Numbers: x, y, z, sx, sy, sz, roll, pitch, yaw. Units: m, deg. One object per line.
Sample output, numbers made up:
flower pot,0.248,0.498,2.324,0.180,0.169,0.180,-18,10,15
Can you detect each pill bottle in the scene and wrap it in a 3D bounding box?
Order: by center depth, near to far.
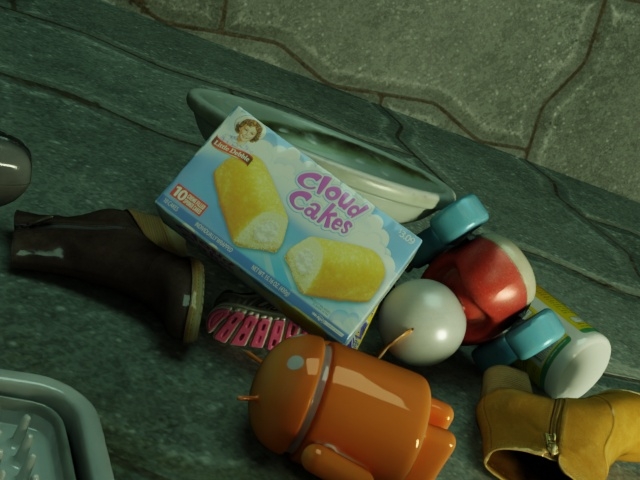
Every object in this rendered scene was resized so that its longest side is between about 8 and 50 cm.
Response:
pill bottle,0.310,0.131,1.433,0.117,0.117,0.208,6,26,-42

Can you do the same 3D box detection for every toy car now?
toy car,0.147,0.099,1.287,0.238,0.210,0.219,-28,81,-23

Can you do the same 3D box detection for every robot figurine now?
robot figurine,0.023,0.171,0.971,0.219,0.158,0.128,22,-23,-7

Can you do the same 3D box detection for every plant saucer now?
plant saucer,-0.011,-0.097,1.378,0.400,0.100,0.400,20,12,-4

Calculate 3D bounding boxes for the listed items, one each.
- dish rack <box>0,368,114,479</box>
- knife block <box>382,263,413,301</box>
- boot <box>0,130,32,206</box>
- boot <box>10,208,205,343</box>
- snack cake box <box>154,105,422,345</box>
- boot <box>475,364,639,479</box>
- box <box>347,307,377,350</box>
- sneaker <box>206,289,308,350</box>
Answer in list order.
dish rack,-0.304,0.176,0.657,0.333,0.072,0.285,14,21,-27
knife block,0.000,0.000,1.459,0.276,0.088,0.242,23,18,-3
boot,-0.442,-0.028,1.010,0.338,0.118,0.223,-4,35,-34
boot,-0.247,0.038,1.119,0.207,0.090,0.248,3,27,-20
snack cake box,-0.037,-0.011,1.115,0.264,0.152,0.089,36,-13,6
boot,0.323,0.257,1.165,0.295,0.104,0.211,18,25,-3
box,0.043,0.061,1.221,0.059,0.169,0.054,20,18,-13
sneaker,-0.054,0.096,1.175,0.170,0.063,0.075,14,27,-14
